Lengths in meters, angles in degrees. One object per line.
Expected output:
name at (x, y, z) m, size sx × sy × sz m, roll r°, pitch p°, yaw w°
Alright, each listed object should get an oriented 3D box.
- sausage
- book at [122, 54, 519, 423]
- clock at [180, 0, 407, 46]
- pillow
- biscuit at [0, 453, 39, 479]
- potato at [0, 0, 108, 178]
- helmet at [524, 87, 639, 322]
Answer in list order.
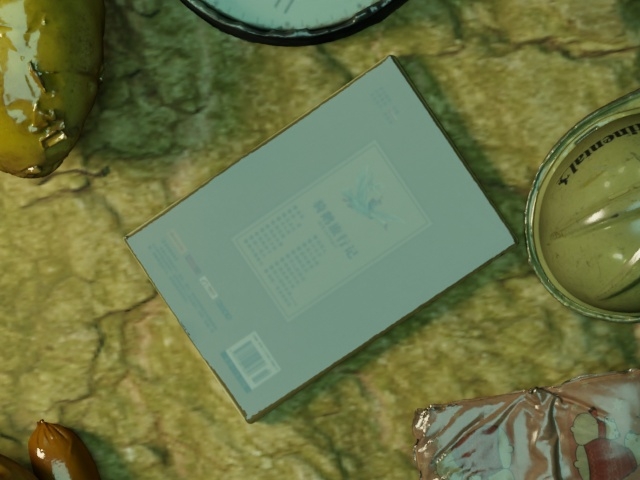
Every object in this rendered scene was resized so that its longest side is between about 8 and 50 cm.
sausage at (-0.230, 0.255, 1.715) m, size 0.062 × 0.054 × 0.183 m, roll -14°, pitch 90°, yaw -29°
book at (0.000, 0.000, 1.704) m, size 0.310 × 0.021 × 0.217 m, roll -34°, pitch 90°, yaw 4°
clock at (-0.028, -0.335, 1.668) m, size 0.312 × 0.061 × 0.313 m, roll 0°, pitch 93°, yaw 3°
pillow at (0.210, 0.200, 1.689) m, size 0.248 × 0.049 × 0.135 m, roll -12°, pitch 91°, yaw 8°
biscuit at (-0.358, 0.296, 1.696) m, size 0.274 × 0.091 × 0.213 m, roll -25°, pitch 84°, yaw 18°
potato at (-0.283, -0.205, 1.650) m, size 0.172 × 0.140 × 0.300 m, roll -15°, pitch 86°, yaw 13°
helmet at (0.306, -0.034, 1.626) m, size 0.257 × 0.137 × 0.204 m, roll -41°, pitch 90°, yaw 4°
